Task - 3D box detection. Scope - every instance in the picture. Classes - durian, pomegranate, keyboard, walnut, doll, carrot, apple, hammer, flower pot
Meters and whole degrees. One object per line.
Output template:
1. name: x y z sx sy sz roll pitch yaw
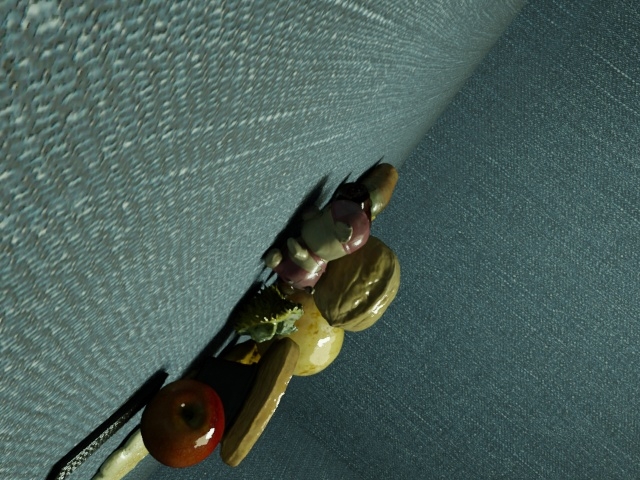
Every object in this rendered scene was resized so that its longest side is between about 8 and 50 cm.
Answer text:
1. durian: -0.142 0.218 1.537 0.172 0.166 0.306 -46 180 -29
2. pomegranate: -0.063 0.296 1.925 0.342 0.342 0.342 -51 175 -6
3. keyboard: -0.403 0.360 1.071 0.101 0.018 0.310 -53 175 26
4. walnut: 0.091 0.110 1.434 0.260 0.225 0.225 -57 177 -14
5. doll: -0.002 -0.002 1.312 0.256 0.152 0.196 -37 -149 14
6. carrot: 0.194 -0.174 1.948 0.138 0.139 0.302 -55 174 37
7. apple: -0.286 0.382 1.166 0.181 0.181 0.168 -47 175 -42
8. hammer: 0.018 0.027 1.538 0.409 0.095 0.242 -44 145 -42
9. flower pot: -0.306 0.438 1.632 0.235 0.148 0.235 -60 -173 12

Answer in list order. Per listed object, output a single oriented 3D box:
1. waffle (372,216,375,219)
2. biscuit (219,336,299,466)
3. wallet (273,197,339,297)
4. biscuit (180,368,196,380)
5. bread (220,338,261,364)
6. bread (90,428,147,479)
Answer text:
1. waffle: 0.129 -0.079 2.125 0.282 0.058 0.300 -33 -168 30
2. biscuit: -0.189 0.452 1.614 0.385 0.062 0.365 -60 -170 -10
3. wallet: -0.002 -0.003 1.702 0.406 0.062 0.228 -47 166 -45
4. biscuit: -0.432 0.467 1.556 0.230 0.025 0.131 -52 176 17
5. bread: -0.324 0.542 2.015 0.398 0.215 0.398 -53 180 0
6. bread: -0.495 0.558 1.442 0.251 0.039 0.181 -42 167 -27
